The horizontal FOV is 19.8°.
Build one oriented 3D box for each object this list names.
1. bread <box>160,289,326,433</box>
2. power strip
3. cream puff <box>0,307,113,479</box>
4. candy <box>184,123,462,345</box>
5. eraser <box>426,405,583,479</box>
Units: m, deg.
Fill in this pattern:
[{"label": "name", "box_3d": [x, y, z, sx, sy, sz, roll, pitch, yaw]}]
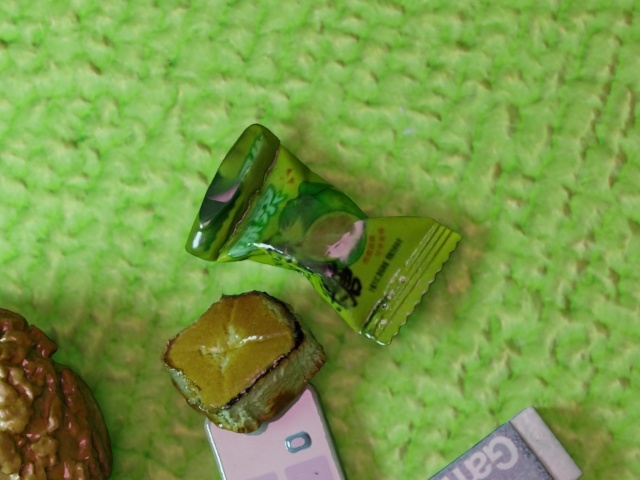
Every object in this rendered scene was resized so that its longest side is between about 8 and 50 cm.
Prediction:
[{"label": "bread", "box_3d": [-0.079, 0.115, 1.806, 0.140, 0.069, 0.128, -42, 52, -12]}, {"label": "power strip", "box_3d": [-0.024, 0.267, 1.816, 0.118, 0.046, 0.270, -20, 80, 5]}, {"label": "cream puff", "box_3d": [-0.368, 0.226, 1.778, 0.327, 0.231, 0.343, 22, 87, 7]}, {"label": "candy", "box_3d": [0.000, 0.000, 1.833, 0.246, 0.069, 0.149, 28, 83, 15]}, {"label": "eraser", "box_3d": [0.144, 0.255, 1.773, 0.212, 0.046, 0.092, -37, 82, -8]}]
